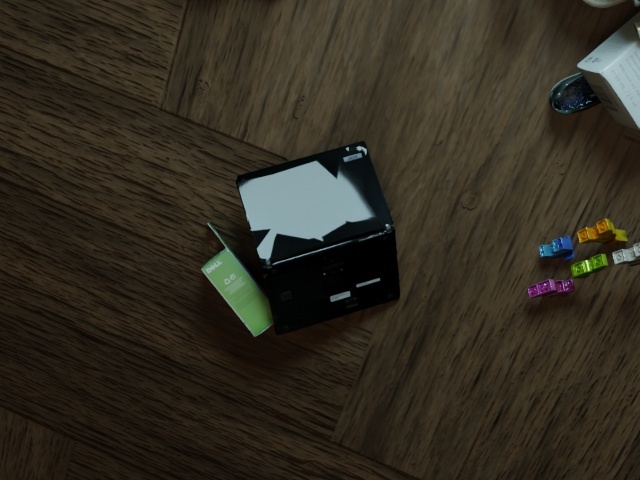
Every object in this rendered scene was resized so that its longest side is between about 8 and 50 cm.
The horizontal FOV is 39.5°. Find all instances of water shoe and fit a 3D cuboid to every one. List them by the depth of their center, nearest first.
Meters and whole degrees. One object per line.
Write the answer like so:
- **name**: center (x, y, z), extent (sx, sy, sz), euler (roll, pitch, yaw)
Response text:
- **water shoe**: center (0.446, -0.244, 1.349), extent (0.203, 0.080, 0.073), euler (-29, 100, 22)

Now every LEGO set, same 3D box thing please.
- **LEGO set**: center (0.445, 0.022, 1.438), extent (0.227, 0.093, 0.087), euler (-29, 62, 48)

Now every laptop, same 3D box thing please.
- **laptop**: center (0.000, 0.000, 1.534), extent (0.234, 0.136, 0.264), euler (-16, 131, -8)

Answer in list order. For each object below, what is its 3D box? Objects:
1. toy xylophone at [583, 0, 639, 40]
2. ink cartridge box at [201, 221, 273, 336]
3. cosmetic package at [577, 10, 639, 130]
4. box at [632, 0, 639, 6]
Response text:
- **toy xylophone**: center (0.490, -0.410, 1.222), extent (0.323, 0.236, 0.081), euler (-27, 138, 16)
- **ink cartridge box**: center (-0.159, 0.067, 1.596), extent (0.062, 0.109, 0.209), euler (-38, 96, -2)
- **cosmetic package**: center (0.497, -0.277, 1.271), extent (0.231, 0.085, 0.117), euler (-41, 111, 4)
- **box**: center (0.442, -0.457, 1.169), extent (0.169, 0.289, 0.087), euler (-22, 139, 19)
